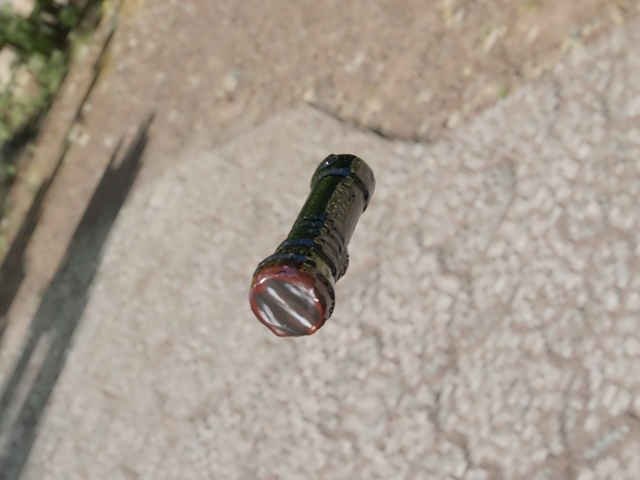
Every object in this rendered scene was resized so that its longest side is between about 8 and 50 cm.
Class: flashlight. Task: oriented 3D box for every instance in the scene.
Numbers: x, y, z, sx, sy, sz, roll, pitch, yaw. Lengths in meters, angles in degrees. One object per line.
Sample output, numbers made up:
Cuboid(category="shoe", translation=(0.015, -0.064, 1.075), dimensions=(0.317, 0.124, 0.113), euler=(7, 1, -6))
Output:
Cuboid(category="flashlight", translation=(0.000, 0.000, 1.846), dimensions=(0.093, 0.093, 0.232), euler=(-50, 7, 39))
